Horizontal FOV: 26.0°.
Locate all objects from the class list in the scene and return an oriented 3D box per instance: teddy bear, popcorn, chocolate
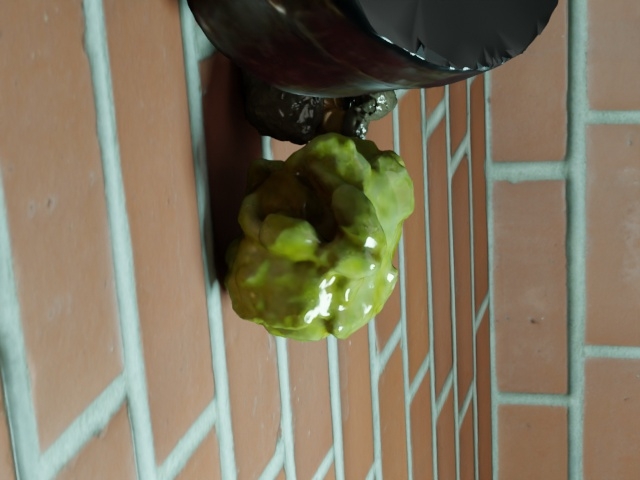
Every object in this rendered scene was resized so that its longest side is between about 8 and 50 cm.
[{"bbox_3d":[-0.024,-0.174,1.608,0.177,0.140,0.190,52,26,9],"label":"teddy bear"},{"bbox_3d":[0.000,0.000,1.547,0.256,0.195,0.255,-47,159,-21],"label":"popcorn"},{"bbox_3d":[0.021,-0.319,1.357,0.384,0.331,0.383,-1,91,-42],"label":"chocolate"}]
